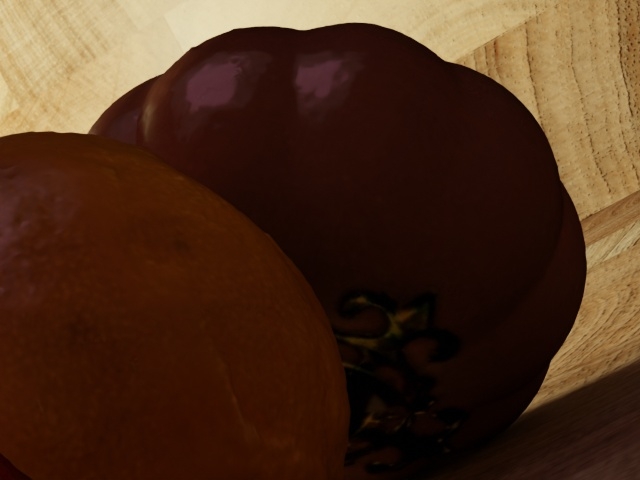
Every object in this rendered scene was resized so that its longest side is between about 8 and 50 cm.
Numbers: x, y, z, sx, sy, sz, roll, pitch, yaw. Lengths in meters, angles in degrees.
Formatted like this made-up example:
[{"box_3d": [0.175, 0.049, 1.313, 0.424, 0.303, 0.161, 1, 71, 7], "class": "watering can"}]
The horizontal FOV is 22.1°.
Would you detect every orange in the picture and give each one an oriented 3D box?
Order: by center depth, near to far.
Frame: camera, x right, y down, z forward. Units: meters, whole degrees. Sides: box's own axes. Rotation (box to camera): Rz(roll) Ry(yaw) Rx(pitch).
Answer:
[{"box_3d": [-0.115, 0.083, 0.716, 0.261, 0.261, 0.261, -29, -1, -1], "class": "orange"}]

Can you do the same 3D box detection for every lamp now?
[{"box_3d": [0.000, 0.000, 0.945, 0.305, 0.305, 0.239, -29, 37, 30], "class": "lamp"}]

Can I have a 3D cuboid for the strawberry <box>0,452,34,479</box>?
[{"box_3d": [-0.136, 0.140, 0.457, 0.234, 0.178, 0.234, -34, -5, -3], "class": "strawberry"}]
